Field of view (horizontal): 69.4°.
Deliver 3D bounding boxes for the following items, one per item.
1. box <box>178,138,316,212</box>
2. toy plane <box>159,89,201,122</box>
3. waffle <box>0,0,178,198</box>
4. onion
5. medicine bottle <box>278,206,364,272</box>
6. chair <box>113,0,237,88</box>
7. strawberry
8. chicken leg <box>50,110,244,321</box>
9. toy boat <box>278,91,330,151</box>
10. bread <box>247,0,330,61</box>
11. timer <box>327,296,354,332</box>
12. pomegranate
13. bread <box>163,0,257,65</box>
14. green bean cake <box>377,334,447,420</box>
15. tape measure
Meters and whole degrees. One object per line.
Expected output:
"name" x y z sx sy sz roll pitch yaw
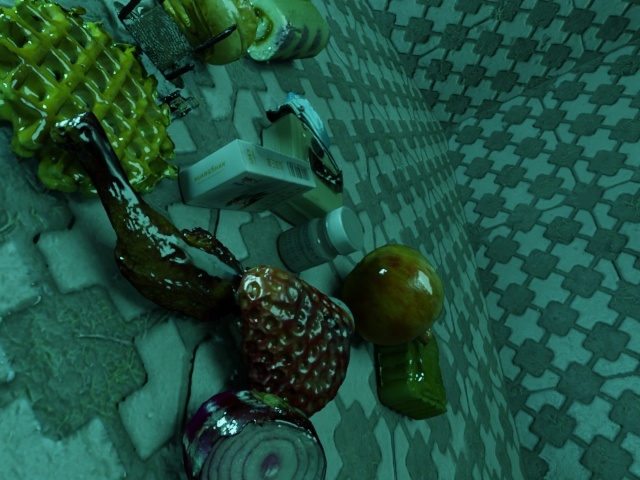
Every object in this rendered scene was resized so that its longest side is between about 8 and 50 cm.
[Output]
"box" -0.132 -0.114 0.886 0.233 0.150 0.066 2 66 -60
"toy plane" -0.267 -0.261 0.882 0.049 0.031 0.120 62 30 -23
"waffle" -0.336 -0.208 0.677 0.325 0.068 0.301 -16 87 -68
"onion" -0.108 0.320 0.645 0.195 0.140 0.218 22 90 -31
"medicine bottle" 0.000 0.000 1.018 0.105 0.168 0.105 41 38 -43
"chair" -0.272 -0.354 0.801 0.174 0.213 0.149 53 53 -27
"strawberry" -0.026 0.160 0.806 0.253 0.150 0.280 -44 129 -67
"chicken leg" -0.217 0.003 0.659 0.407 0.096 0.157 56 28 -42
"toy boat" -0.051 -0.286 1.253 0.102 0.088 0.215 -44 115 -24
"bread" -0.109 -0.597 1.278 0.187 0.155 0.338 55 31 -6
"timer" 0.016 0.196 0.985 0.136 0.099 0.136 25 59 -50
"pomegranate" 0.190 0.149 1.155 0.270 0.252 0.229 45 12 0
"bread" -0.220 -0.448 0.913 0.198 0.120 0.236 56 -14 -26
"green bean cake" 0.257 0.351 1.270 0.233 0.124 0.236 40 38 -42
"tape measure" -0.029 -0.172 1.139 0.231 0.133 0.270 31 42 -49
